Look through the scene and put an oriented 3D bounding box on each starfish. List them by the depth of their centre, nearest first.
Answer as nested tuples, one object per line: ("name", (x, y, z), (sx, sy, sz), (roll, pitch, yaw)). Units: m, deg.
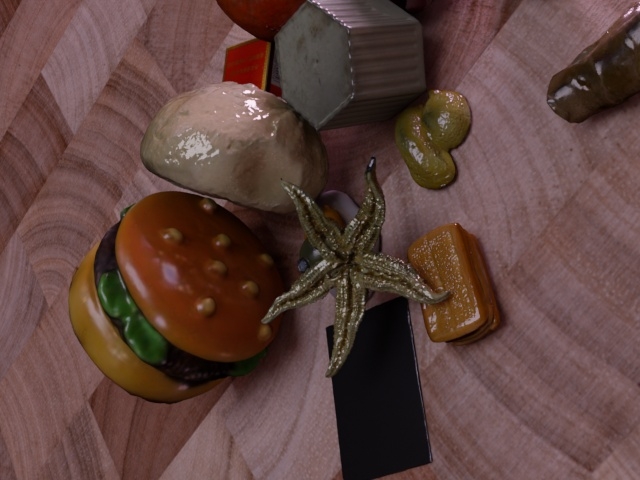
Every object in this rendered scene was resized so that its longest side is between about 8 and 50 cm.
("starfish", (0.029, 0.040, 1.711), (0.357, 0.078, 0.347), (-25, 90, 31))

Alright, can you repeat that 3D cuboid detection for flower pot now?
("flower pot", (0.053, -0.323, 1.812), (0.239, 0.189, 0.209), (44, 131, 31))

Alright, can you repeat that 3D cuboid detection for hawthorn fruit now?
("hawthorn fruit", (-0.064, -0.505, 2.002), (0.276, 0.276, 0.307), (-45, 66, 26))

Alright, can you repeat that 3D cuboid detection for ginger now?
("ginger", (0.463, -0.277, 1.500), (0.263, 0.109, 0.116), (-38, 81, 31))

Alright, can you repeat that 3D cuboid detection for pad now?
("pad", (0.098, 0.265, 1.768), (0.202, 0.005, 0.300), (-26, 60, 37))

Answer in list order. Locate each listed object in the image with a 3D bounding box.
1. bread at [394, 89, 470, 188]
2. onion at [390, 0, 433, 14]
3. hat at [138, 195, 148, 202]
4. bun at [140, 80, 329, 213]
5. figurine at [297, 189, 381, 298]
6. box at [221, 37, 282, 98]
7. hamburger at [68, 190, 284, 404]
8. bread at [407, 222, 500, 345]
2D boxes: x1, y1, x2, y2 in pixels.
("bread", (0.198, -0.186, 1.770), (0.149, 0.065, 0.188), (-27, 58, 31))
("onion", (0.161, -0.556, 1.830), (0.195, 0.272, 0.272), (-26, 48, -13))
("hat", (-0.322, -0.055, 2.175), (0.093, 0.162, 0.112), (-16, 63, 44))
("bun", (-0.157, -0.183, 1.906), (0.352, 0.349, 0.227), (15, 91, 36))
("figurine", (0.000, 0.000, 1.851), (0.166, 0.141, 0.250), (-50, 48, 24))
("box", (-0.146, -0.310, 2.147), (0.153, 0.074, 0.240), (-5, 73, 40))
("hamburger", (-0.269, 0.090, 1.905), (0.277, 0.395, 0.396), (-41, 52, 34))
("bread", (0.220, 0.073, 1.655), (0.116, 0.077, 0.200), (-35, 53, 34))
